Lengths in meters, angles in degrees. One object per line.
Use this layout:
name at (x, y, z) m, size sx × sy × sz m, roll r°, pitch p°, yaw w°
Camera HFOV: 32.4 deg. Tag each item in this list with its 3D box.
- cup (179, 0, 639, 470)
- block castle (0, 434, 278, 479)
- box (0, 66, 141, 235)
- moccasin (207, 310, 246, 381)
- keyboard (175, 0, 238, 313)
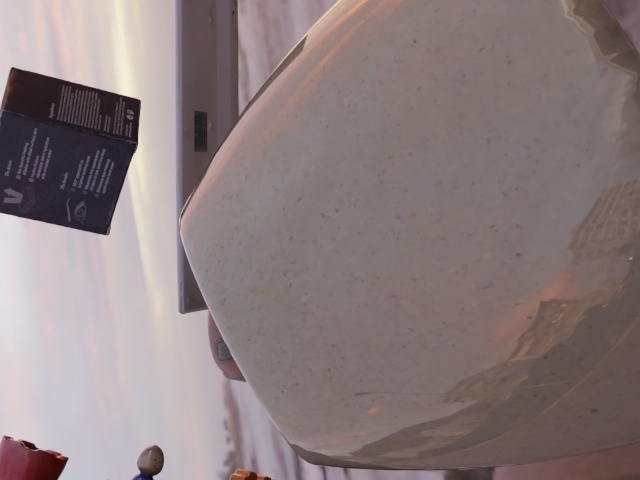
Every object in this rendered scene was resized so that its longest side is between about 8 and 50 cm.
cup at (0.059, 0.001, 0.645) m, size 0.331 × 0.237 × 0.331 m, roll 62°, pitch -178°, yaw -4°
block castle at (-0.174, 0.376, 1.402) m, size 0.303 × 0.453 × 0.212 m, roll 9°, pitch 74°, yaw 43°
box at (-0.310, -0.104, 1.312) m, size 0.093 × 0.158 × 0.156 m, roll -96°, pitch 26°, yaw -46°
moccasin at (-0.003, 0.000, 1.029) m, size 0.380 × 0.139 × 0.147 m, roll -32°, pitch -65°, yaw -58°
keyboard at (-0.082, -0.078, 0.789) m, size 0.072 × 0.014 × 0.256 m, roll -4°, pitch -86°, yaw -59°
